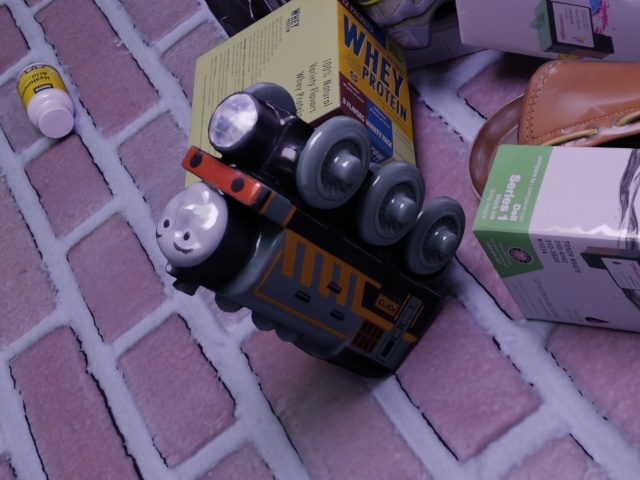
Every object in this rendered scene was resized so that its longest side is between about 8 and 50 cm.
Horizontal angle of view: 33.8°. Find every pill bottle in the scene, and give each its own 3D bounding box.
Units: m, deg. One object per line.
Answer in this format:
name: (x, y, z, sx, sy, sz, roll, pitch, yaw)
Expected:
pill bottle: (-0.378, -0.192, 1.459, 0.065, 0.065, 0.116, -36, 47, 2)

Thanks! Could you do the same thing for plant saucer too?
plant saucer: (0.230, -0.084, 1.044, 0.168, 0.029, 0.169, -16, 51, 20)

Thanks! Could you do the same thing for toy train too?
toy train: (0.000, 0.000, 0.923, 0.142, 0.334, 0.190, 29, 89, 39)

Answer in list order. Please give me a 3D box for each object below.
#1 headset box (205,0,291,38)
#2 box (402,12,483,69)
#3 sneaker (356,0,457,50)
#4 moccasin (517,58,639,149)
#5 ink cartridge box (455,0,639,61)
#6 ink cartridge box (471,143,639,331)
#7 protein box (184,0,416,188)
headset box: (-0.053, -0.345, 1.277, 0.110, 0.218, 0.293, -11, 51, 24)
box: (0.168, -0.354, 1.265, 0.232, 0.058, 0.322, -13, 51, 22)
sneaker: (0.126, -0.312, 1.156, 0.111, 0.121, 0.300, -9, 32, 47)
moccasin: (0.353, -0.087, 0.886, 0.379, 0.139, 0.147, 4, 61, 20)
ink cartridge box: (0.292, -0.284, 1.049, 0.278, 0.117, 0.201, 13, 63, 17)
ink cartridge box: (0.260, 0.003, 0.868, 0.219, 0.160, 0.093, 6, 61, 34)
protein box: (-0.022, -0.134, 1.131, 0.201, 0.136, 0.200, -25, 46, 28)
